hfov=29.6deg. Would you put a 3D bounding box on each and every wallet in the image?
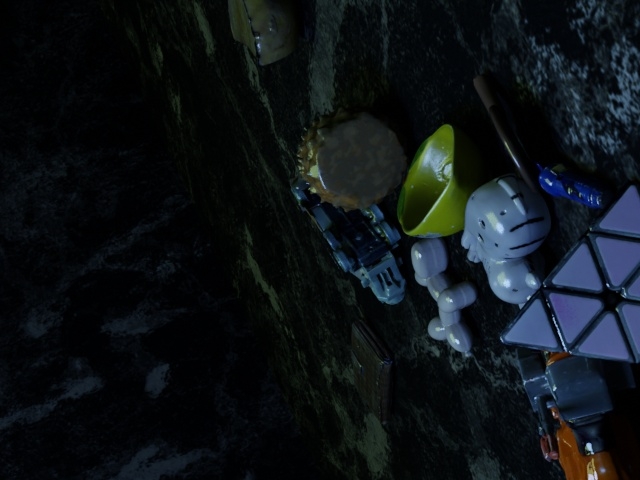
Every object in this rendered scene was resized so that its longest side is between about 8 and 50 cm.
[{"bbox_3d":[0.105,0.263,2.415,0.124,0.042,0.230,54,162,34],"label":"wallet"}]

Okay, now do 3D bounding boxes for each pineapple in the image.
[{"bbox_3d":[0.029,-0.134,1.874,0.340,0.169,0.169,-143,33,-78],"label":"pineapple"}]

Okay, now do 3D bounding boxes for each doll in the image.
[{"bbox_3d":[0.186,0.091,1.809,0.161,0.059,0.160,58,164,30],"label":"doll"}]

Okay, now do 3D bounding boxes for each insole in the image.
[{"bbox_3d":[0.000,0.000,2.025,0.152,0.002,0.053,57,175,16],"label":"insole"}]

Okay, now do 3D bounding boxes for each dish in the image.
[{"bbox_3d":[0.164,-0.065,1.532,0.208,0.080,0.148,-155,86,-79],"label":"dish"}]

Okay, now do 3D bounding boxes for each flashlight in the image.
[{"bbox_3d":[0.274,-0.061,1.305,0.057,0.035,0.121,47,172,-27],"label":"flashlight"}]

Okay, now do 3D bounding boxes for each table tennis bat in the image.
[{"bbox_3d":[0.170,-0.102,1.398,0.107,0.119,0.170,45,-159,-50],"label":"table tennis bat"}]

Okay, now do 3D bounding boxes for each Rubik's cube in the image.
[{"bbox_3d":[0.325,0.029,1.238,0.190,0.211,0.178,23,121,25],"label":"Rubik's cube"}]

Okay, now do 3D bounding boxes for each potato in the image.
[{"bbox_3d":[-0.097,-0.387,2.046,0.243,0.098,0.138,-128,23,-64],"label":"potato"}]

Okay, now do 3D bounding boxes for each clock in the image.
[{"bbox_3d":[0.233,0.005,1.457,0.117,0.080,0.176,57,163,31],"label":"clock"}]

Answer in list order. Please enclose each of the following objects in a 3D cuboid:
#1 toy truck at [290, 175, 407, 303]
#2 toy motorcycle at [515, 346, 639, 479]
[{"bbox_3d":[0.056,-0.012,2.054,0.256,0.108,0.140,54,174,34],"label":"toy truck"},{"bbox_3d":[0.316,0.236,1.390,0.221,0.148,0.325,-92,-18,-56],"label":"toy motorcycle"}]
